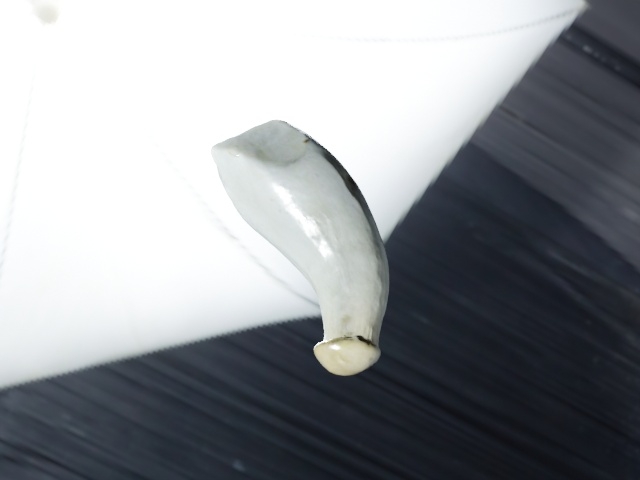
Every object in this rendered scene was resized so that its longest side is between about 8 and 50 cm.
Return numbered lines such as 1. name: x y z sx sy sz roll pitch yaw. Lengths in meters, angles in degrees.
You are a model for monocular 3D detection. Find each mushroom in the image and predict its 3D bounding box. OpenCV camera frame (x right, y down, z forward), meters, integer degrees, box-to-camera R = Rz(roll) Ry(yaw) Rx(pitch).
1. mushroom: 0.000 0.000 1.229 0.118 0.270 0.103 -29 -27 -4
